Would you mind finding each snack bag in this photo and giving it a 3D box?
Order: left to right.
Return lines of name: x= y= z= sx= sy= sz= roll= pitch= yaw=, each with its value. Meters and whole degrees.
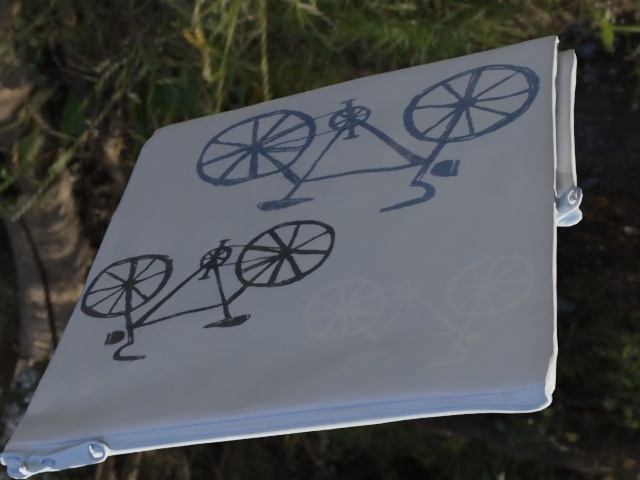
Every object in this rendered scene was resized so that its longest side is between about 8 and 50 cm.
snack bag: x=0.000 y=0.000 z=0.677 sx=0.323 sy=0.343 sz=0.037 roll=-10 pitch=127 yaw=19
